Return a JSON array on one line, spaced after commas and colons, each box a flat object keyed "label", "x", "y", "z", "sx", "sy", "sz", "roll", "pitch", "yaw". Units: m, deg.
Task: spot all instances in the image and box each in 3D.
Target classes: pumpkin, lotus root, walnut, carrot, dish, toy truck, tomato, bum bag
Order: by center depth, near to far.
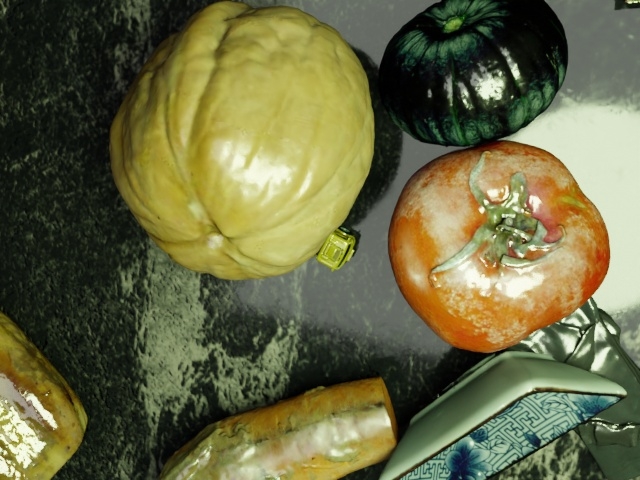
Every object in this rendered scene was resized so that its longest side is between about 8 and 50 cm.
[{"label": "pumpkin", "x": 0.162, "y": -0.181, "z": 0.839, "sx": 0.201, "sy": 0.202, "sz": 0.140, "roll": -22, "pitch": 129, "yaw": 13}, {"label": "walnut", "x": -0.081, "y": -0.114, "z": 0.843, "sx": 0.251, "sy": 0.313, "sz": 0.277, "roll": 27, "pitch": 138, "yaw": -20}, {"label": "tomato", "x": 0.182, "y": 0.006, "z": 0.853, "sx": 0.231, "sy": 0.189, "sz": 0.232, "roll": 0, "pitch": 69, "yaw": 1}, {"label": "dish", "x": 0.187, "y": 0.193, "z": 0.876, "sx": 0.243, "sy": 0.181, "sz": 0.080, "roll": -45, "pitch": 49, "yaw": 35}, {"label": "bum bag", "x": 0.324, "y": 0.174, "z": 0.910, "sx": 0.123, "sy": 0.060, "sz": 0.248, "roll": -39, "pitch": 89, "yaw": 12}, {"label": "toy truck", "x": 0.000, "y": 0.000, "z": 0.957, "sx": 0.083, "sy": 0.054, "sz": 0.049, "roll": 29, "pitch": 102, "yaw": 6}, {"label": "carrot", "x": -0.050, "y": 0.262, "z": 0.965, "sx": 0.301, "sy": 0.139, "sz": 0.139, "roll": -20, "pitch": 93, "yaw": 3}, {"label": "lotus root", "x": -0.438, "y": 0.198, "z": 1.021, "sx": 0.193, "sy": 0.193, "sz": 0.291, "roll": -41, "pitch": 90, "yaw": 13}]

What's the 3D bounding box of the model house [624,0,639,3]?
[{"label": "model house", "x": 0.360, "y": -0.301, "z": 0.847, "sx": 0.058, "sy": 0.057, "sz": 0.083, "roll": 2, "pitch": 96, "yaw": 16}]
